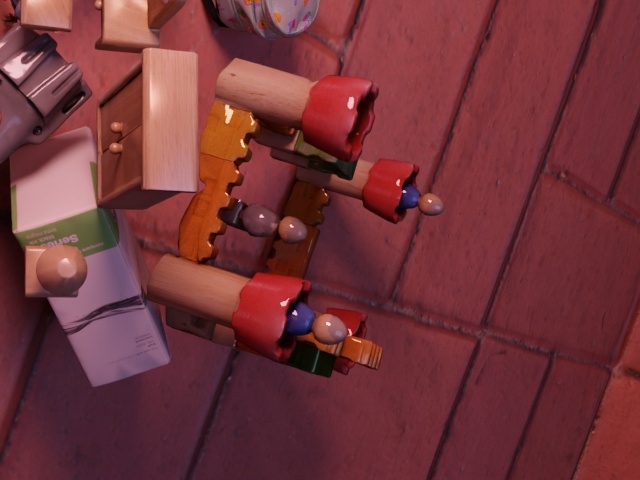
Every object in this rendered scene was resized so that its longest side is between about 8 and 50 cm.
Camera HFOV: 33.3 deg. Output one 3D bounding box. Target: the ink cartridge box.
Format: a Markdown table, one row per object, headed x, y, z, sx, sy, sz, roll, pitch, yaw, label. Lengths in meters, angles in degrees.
| x | y | z | sx | sy | sz | roll | pitch | yaw | label |
| --- | --- | --- | --- | --- | --- | --- | --- | --- | --- |
| -0.239 | 0.019 | 1.116 | 0.093 | 0.160 | 0.219 | -18 | 127 | -4 | ink cartridge box |

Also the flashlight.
| x | y | z | sx | sy | sz | roll | pitch | yaw | label |
| --- | --- | --- | --- | --- | --- | --- | --- | --- | --- |
| -0.355 | -0.078 | 0.976 | 0.304 | 0.103 | 0.103 | -49 | 164 | -17 | flashlight |

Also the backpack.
| x | y | z | sx | sy | sz | roll | pitch | yaw | label |
| --- | --- | --- | --- | --- | --- | --- | --- | --- | --- |
| -0.066 | -0.320 | 1.217 | 0.152 | 0.115 | 0.181 | -30 | 131 | -42 | backpack |

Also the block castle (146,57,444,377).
| x | y | z | sx | sy | sz | roll | pitch | yaw | label |
| --- | --- | --- | --- | --- | --- | --- | --- | --- | --- |
| 0.000 | 0.000 | 1.240 | 0.453 | 0.213 | 0.302 | 39 | 70 | -76 | block castle |

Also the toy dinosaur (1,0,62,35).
| x | y | z | sx | sy | sz | roll | pitch | yaw | label |
| --- | --- | --- | --- | --- | --- | --- | --- | --- | --- |
| -0.290 | -0.243 | 1.025 | 0.090 | 0.047 | 0.082 | -3 | 134 | -29 | toy dinosaur |

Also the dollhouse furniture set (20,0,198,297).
| x | y | z | sx | sy | sz | roll | pitch | yaw | label |
| --- | --- | --- | --- | --- | --- | --- | --- | --- | --- |
| -0.292 | -0.109 | 0.863 | 0.356 | 0.174 | 0.303 | 2 | 83 | -25 | dollhouse furniture set |
